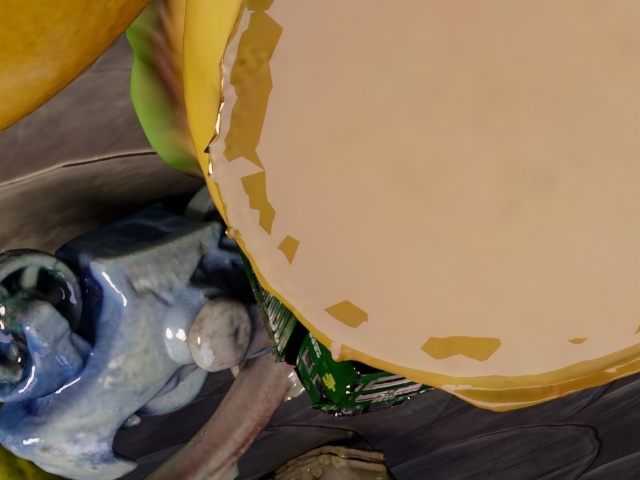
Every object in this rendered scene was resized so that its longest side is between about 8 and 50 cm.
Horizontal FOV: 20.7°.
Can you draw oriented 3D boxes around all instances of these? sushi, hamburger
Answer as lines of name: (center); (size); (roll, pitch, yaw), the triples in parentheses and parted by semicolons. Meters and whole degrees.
sushi: (-0.030, 0.308, 2.030); (0.134, 0.109, 0.273); (-2, 164, -43)
hamburger: (0.084, -0.134, 0.934); (0.395, 0.277, 0.396); (-7, 121, -11)

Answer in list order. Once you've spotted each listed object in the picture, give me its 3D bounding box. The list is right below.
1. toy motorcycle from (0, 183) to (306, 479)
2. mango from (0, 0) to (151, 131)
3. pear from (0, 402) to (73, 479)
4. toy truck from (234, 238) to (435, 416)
toy motorcycle: (-0.117, 0.091, 1.318); (0.319, 0.241, 0.182); (-22, 180, -39)
mango: (-0.169, -0.203, 0.740); (0.300, 0.232, 0.446); (12, 130, -41)
pear: (-0.343, 0.280, 1.401); (0.391, 0.391, 0.391); (-17, 155, -8)
toy truck: (0.000, 0.000, 1.223); (0.088, 0.259, 0.121); (-9, 152, -23)
